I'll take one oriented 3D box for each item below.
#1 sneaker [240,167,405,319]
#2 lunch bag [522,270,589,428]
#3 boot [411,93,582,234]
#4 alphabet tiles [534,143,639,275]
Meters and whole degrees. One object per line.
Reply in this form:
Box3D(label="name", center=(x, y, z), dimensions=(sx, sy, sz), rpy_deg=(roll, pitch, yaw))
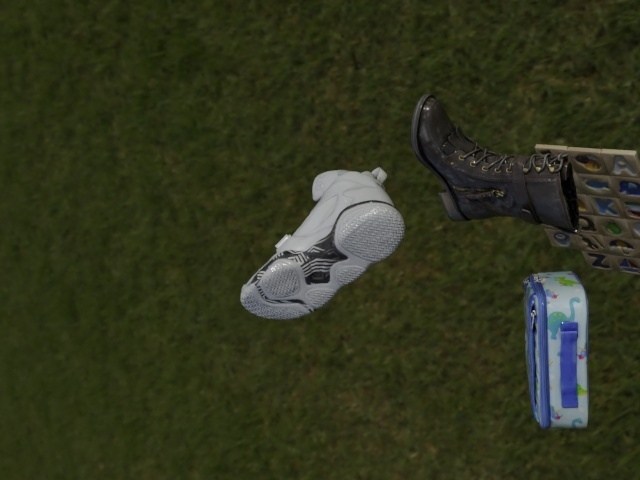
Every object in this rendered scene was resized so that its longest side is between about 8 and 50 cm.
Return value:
Box3D(label="sneaker", center=(0.000, 0.000, 2.082), dimensions=(0.366, 0.137, 0.210), rpy_deg=(-34, 32, 22))
Box3D(label="lunch bag", center=(0.350, 0.160, 1.588), dimensions=(0.176, 0.090, 0.219), rpy_deg=(-70, -23, -76))
Box3D(label="boot", center=(0.277, -0.120, 1.645), dimensions=(0.229, 0.091, 0.263), rpy_deg=(3, 135, 40))
Box3D(label="alphabet tiles", center=(0.491, -0.044, 1.819), dimensions=(0.285, 0.011, 0.342), rpy_deg=(9, 148, 37))
